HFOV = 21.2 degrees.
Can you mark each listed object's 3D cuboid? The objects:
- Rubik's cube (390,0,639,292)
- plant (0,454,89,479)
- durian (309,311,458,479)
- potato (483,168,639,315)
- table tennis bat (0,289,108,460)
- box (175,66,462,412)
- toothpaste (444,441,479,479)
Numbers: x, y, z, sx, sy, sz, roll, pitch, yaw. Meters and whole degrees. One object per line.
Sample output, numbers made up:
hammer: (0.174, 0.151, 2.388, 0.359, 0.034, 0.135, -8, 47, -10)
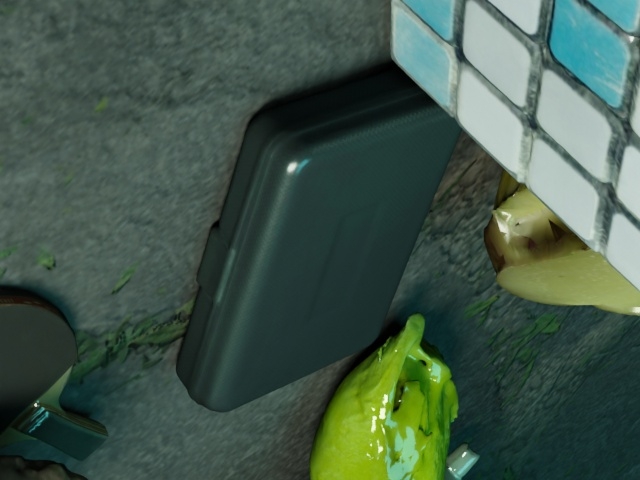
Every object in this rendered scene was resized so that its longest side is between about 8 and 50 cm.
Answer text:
Rubik's cube: (0.207, -0.159, 0.902, 0.253, 0.259, 0.256, -33, 150, -18)
plant: (-0.214, 0.230, 1.000, 0.146, 0.149, 0.274, 20, 142, -16)
durian: (0.048, 0.158, 1.315, 0.250, 0.101, 0.139, 79, 24, -59)
potato: (0.255, -0.071, 1.126, 0.242, 0.242, 0.285, -23, 180, -36)
table tennis bat: (-0.183, 0.092, 0.975, 0.130, 0.019, 0.220, -44, 152, 2)
box: (0.000, 0.000, 1.067, 0.160, 0.050, 0.230, -21, 145, -38)
toothpaste: (0.043, 0.279, 1.537, 0.268, 0.047, 0.069, -46, 166, 9)
